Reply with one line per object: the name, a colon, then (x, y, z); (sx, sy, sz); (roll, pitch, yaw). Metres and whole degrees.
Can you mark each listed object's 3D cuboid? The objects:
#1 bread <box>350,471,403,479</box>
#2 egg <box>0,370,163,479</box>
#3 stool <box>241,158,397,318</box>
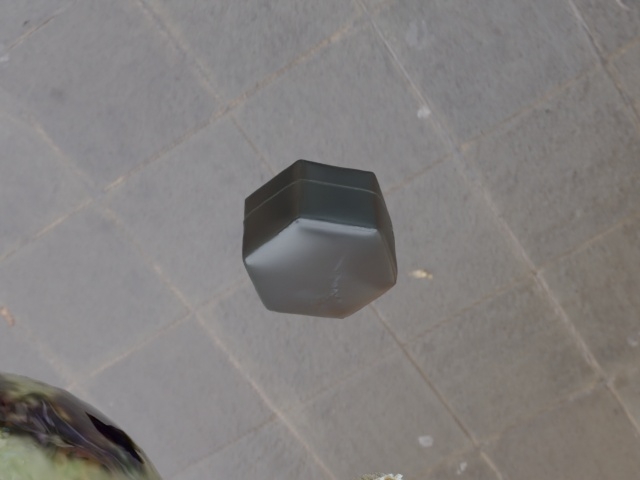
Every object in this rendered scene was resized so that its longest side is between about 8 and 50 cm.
bread: (0.030, 0.396, 1.218); (0.209, 0.110, 0.192); (-17, 81, -6)
egg: (-0.267, 0.299, 0.758); (0.345, 0.345, 0.428); (5, 124, -3)
stool: (0.000, 0.000, 1.461); (0.232, 0.141, 0.232); (0, 138, 0)
